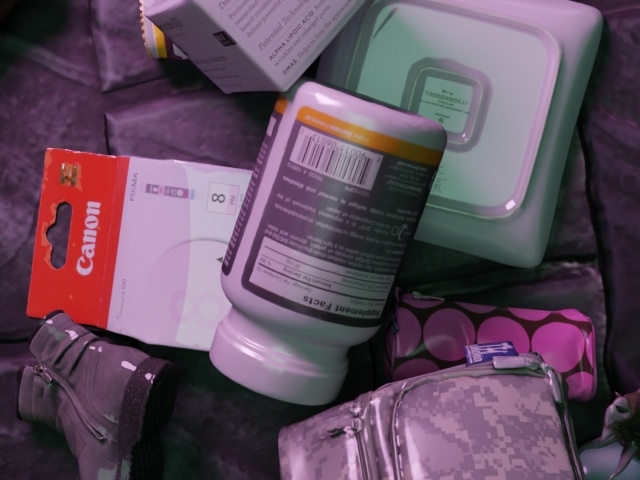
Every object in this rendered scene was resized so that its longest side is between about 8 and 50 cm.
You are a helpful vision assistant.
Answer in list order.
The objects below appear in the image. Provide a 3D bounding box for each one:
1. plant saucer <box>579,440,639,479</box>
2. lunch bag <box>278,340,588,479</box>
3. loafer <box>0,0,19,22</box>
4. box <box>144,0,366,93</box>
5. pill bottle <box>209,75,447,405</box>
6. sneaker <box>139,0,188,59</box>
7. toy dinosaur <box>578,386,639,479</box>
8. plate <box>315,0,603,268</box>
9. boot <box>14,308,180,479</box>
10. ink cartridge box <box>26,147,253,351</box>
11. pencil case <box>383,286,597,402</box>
[{"bbox_3d":[0.316,0.292,1.012,0.195,0.037,0.195,1,85,-6],"label":"plant saucer"},{"bbox_3d":[0.121,0.265,0.888,0.256,0.212,0.305,-21,50,17],"label":"lunch bag"},{"bbox_3d":[-0.364,-0.230,1.049,0.220,0.080,0.078,-24,99,8],"label":"loafer"},{"bbox_3d":[-0.046,-0.239,0.943,0.119,0.181,0.182,44,80,-21],"label":"box"},{"bbox_3d":[0.000,0.000,0.947,0.162,0.162,0.278,20,101,3],"label":"pill bottle"},{"bbox_3d":[-0.145,-0.279,1.039,0.084,0.069,0.185,-4,96,-5],"label":"sneaker"},{"bbox_3d":[0.404,0.173,0.996,0.313,0.121,0.160,18,97,-11],"label":"toy dinosaur"},{"bbox_3d":[0.125,-0.134,1.031,0.277,0.045,0.278,14,92,3],"label":"plate"},{"bbox_3d":[-0.244,0.204,1.048,0.161,0.083,0.246,19,102,20],"label":"boot"},{"bbox_3d":[-0.186,0.008,1.046,0.232,0.066,0.189,7,91,-1],"label":"ink cartridge box"},{"bbox_3d":[0.168,0.104,1.011,0.209,0.095,0.098,6,76,1],"label":"pencil case"}]
